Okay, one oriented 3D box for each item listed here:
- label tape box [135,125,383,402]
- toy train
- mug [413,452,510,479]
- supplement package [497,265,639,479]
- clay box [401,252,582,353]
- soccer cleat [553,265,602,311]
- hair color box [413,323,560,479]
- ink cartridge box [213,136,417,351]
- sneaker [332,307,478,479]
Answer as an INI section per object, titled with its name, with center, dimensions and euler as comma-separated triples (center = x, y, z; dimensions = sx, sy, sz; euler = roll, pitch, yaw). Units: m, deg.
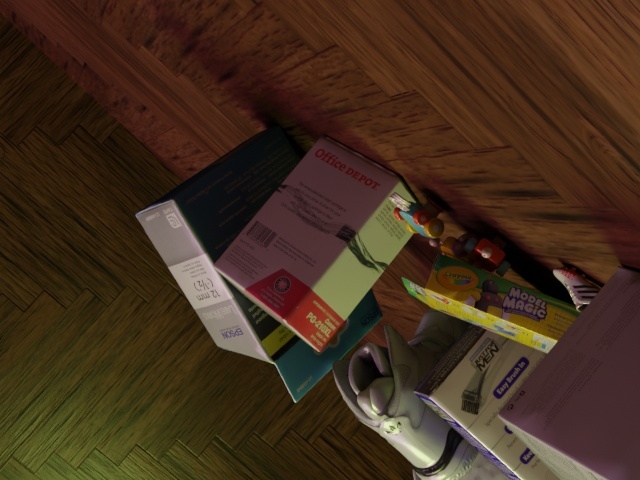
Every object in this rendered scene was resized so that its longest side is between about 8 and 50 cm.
[label tape box]
center = -0.081, 0.038, 1.615
dimensions = 0.115, 0.249, 0.347
euler = -16, 108, 46
[toy train]
center = 0.163, -0.013, 1.298
dimensions = 0.166, 0.046, 0.125
euler = 36, 169, 14
[mug]
center = 0.286, 0.366, 1.693
dimensions = 0.276, 0.328, 0.374
euler = 46, 171, -26
[supplement package]
center = 0.313, 0.158, 0.967
dimensions = 0.149, 0.194, 0.203
euler = 44, 172, -23
[clay box]
center = 0.210, 0.077, 1.282
dimensions = 0.222, 0.053, 0.127
euler = 23, 171, 13
[soccer cleat]
center = 0.279, 0.056, 1.148
dimensions = 0.083, 0.035, 0.029
euler = 35, 170, 37
[hair color box]
center = 0.317, 0.252, 1.463
dimensions = 0.339, 0.185, 0.110
euler = 43, 172, -4
[ink cartridge box]
center = 0.000, 0.000, 1.432
dimensions = 0.172, 0.237, 0.100
euler = 33, 171, 43
[sneaker]
center = 0.141, 0.183, 1.630
dimensions = 0.210, 0.137, 0.366
euler = 40, -149, -20
